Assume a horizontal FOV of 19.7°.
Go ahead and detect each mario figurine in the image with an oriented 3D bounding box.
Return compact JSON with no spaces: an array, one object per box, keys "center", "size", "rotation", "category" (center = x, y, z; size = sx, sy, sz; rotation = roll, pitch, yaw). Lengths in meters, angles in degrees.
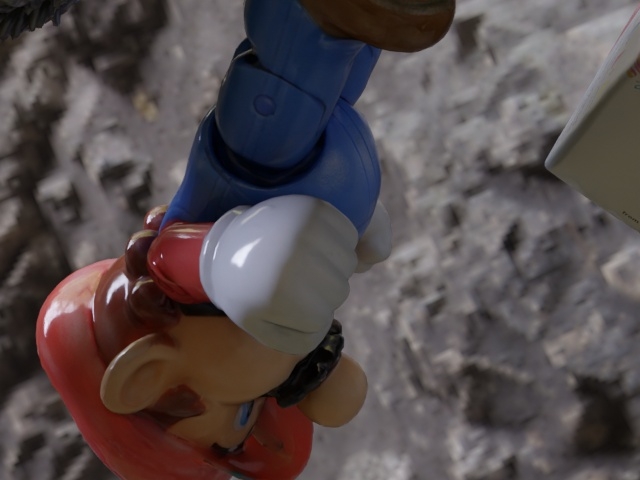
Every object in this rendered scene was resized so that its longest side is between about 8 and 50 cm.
[{"center":[0.000,0.000,0.801],"size":[0.170,0.198,0.320],"rotation":[52,134,32],"category":"mario figurine"}]

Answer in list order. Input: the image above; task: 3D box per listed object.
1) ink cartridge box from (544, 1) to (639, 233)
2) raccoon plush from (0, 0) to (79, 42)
[{"center":[0.195,-0.075,0.716],"size":[0.127,0.128,0.176],"rotation":[34,152,-1],"category":"ink cartridge box"},{"center":[-0.127,-0.198,0.840],"size":[0.446,0.299,0.216],"rotation":[-31,90,35],"category":"raccoon plush"}]
